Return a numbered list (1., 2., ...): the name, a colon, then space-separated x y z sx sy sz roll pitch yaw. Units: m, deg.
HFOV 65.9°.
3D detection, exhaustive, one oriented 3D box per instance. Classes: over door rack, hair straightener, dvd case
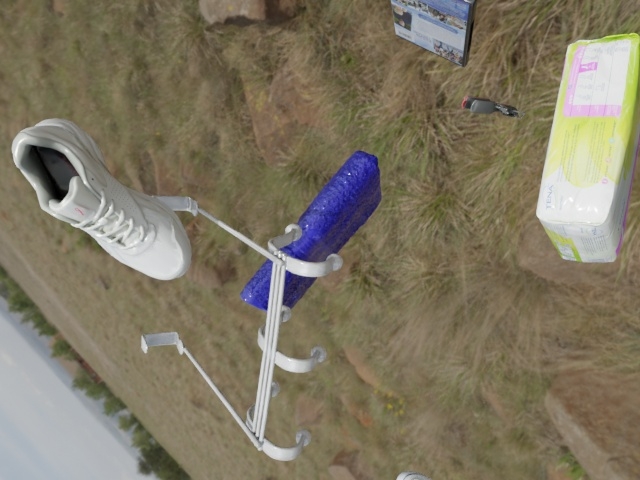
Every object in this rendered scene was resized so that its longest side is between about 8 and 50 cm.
1. over door rack: -0.109 0.085 0.639 0.324 0.108 0.240 21 107 41
2. hair straightener: 0.543 -0.392 1.503 0.089 0.230 0.047 56 133 49
3. dvd case: 0.224 -0.449 0.996 0.180 0.022 0.253 31 -179 14

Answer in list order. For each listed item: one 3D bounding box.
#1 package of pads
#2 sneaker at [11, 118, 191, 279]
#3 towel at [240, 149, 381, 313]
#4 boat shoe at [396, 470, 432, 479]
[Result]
1. package of pads: 0.427 -0.132 0.764 0.101 0.297 0.229 8 169 36
2. sneaker: -0.243 -0.031 0.542 0.232 0.090 0.115 43 -174 -15
3. towel: 0.000 0.000 0.857 0.076 0.308 0.227 38 179 7
4. boat shoe: 0.289 0.646 1.224 0.226 0.083 0.075 37 156 -17
